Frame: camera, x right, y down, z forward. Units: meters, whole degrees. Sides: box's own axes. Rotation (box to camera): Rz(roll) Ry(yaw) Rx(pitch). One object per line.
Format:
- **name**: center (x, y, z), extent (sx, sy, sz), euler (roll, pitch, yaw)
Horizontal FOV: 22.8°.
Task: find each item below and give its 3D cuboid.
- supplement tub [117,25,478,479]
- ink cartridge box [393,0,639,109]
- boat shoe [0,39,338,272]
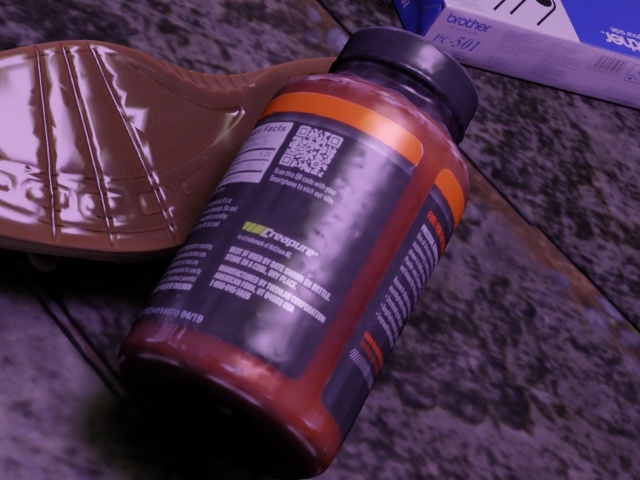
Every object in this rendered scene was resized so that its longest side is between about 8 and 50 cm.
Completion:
- **supplement tub**: center (0.000, 0.000, 0.707), extent (0.106, 0.106, 0.198), euler (32, 67, -4)
- **ink cartridge box**: center (0.148, -0.159, 1.119), extent (0.207, 0.046, 0.097), euler (10, 44, -31)
- **boat shoe**: center (-0.081, -0.035, 0.780), extent (0.285, 0.089, 0.105), euler (-2, 76, -37)
